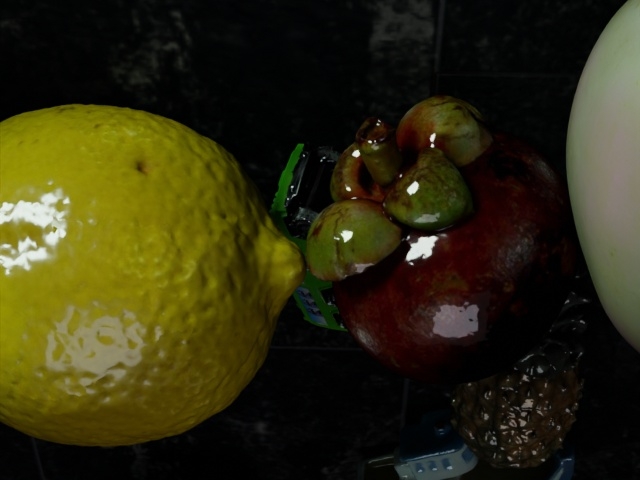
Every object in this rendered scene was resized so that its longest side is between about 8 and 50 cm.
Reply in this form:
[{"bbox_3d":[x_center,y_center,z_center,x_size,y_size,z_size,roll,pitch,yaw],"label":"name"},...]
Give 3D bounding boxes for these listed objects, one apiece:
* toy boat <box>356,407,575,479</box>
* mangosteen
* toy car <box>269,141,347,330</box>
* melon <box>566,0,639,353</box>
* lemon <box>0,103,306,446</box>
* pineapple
[{"bbox_3d":[0.117,0.202,1.407,0.215,0.088,0.102,-10,138,17],"label":"toy boat"},{"bbox_3d":[0.077,-0.004,1.064,0.199,0.200,0.200,1,143,1],"label":"mangosteen"},{"bbox_3d":[0.000,0.000,1.163,0.062,0.071,0.165,2,145,23],"label":"toy car"},{"bbox_3d":[0.262,-0.034,0.979,0.223,0.223,0.317,-5,142,9],"label":"melon"},{"bbox_3d":[-0.140,0.026,1.071,0.253,0.228,0.228,10,142,-2],"label":"lemon"},{"bbox_3d":[0.165,0.086,1.256,0.108,0.108,0.198,7,129,-7],"label":"pineapple"}]
